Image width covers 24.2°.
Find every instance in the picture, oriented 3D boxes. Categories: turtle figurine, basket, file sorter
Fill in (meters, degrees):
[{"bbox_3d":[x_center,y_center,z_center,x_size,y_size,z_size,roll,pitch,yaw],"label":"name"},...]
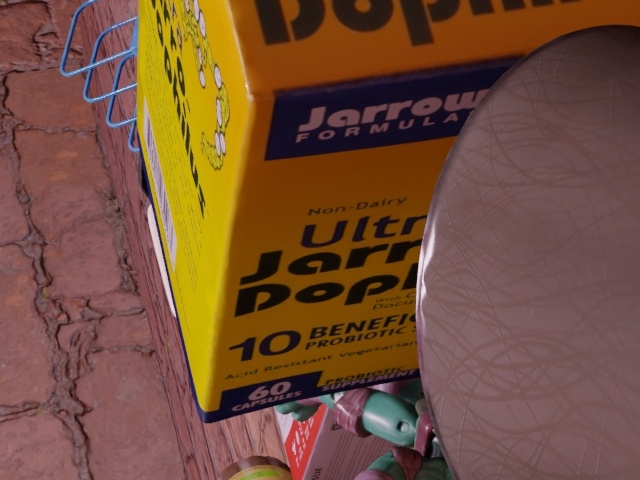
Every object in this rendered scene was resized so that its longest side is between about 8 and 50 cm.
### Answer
[{"bbox_3d":[0.075,0.142,0.875,0.175,0.118,0.234,35,-175,-40],"label":"turtle figurine"},{"bbox_3d":[0.138,0.037,0.416,0.227,0.154,0.204,-164,66,-72],"label":"basket"},{"bbox_3d":[-0.167,-0.163,1.499,0.170,0.104,0.118,51,-148,-41],"label":"file sorter"}]

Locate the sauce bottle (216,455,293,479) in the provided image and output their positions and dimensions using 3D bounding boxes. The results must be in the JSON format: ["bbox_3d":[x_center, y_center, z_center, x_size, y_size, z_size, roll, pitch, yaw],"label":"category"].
[{"bbox_3d":[-0.031,0.342,1.533,0.344,0.111,0.111,-132,34,-65],"label":"sauce bottle"}]

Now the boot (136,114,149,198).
[{"bbox_3d":[-0.110,-0.086,1.362,0.083,0.161,0.246,29,147,21],"label":"boot"}]

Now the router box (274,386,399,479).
[{"bbox_3d":[0.000,0.000,1.158,0.335,0.082,0.301,103,154,-62],"label":"router box"}]

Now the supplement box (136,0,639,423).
[{"bbox_3d":[0.023,-0.072,0.726,0.356,0.194,0.195,104,153,-63],"label":"supplement box"}]

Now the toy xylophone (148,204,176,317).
[{"bbox_3d":[-0.072,-0.058,1.047,0.323,0.081,0.236,91,163,-45],"label":"toy xylophone"}]
